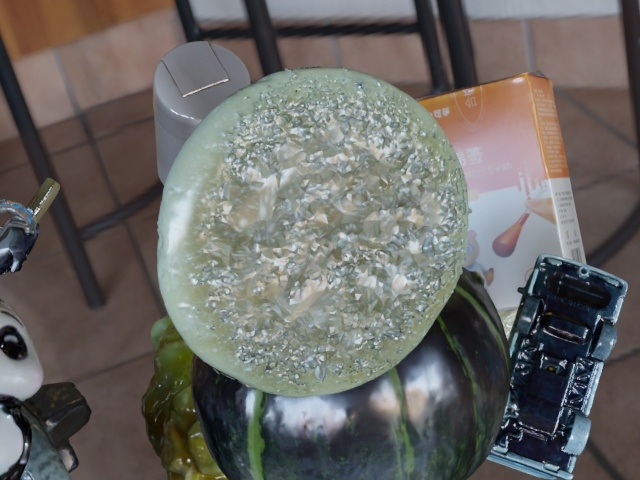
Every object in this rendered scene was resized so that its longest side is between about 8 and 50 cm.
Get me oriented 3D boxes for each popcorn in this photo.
[{"bbox_3d":[-0.089,0.201,1.636,0.274,0.279,0.335,-35,28,43],"label":"popcorn"}]

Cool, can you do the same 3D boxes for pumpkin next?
[{"bbox_3d":[0.030,0.129,1.249,0.323,0.241,0.323,-6,26,3],"label":"pumpkin"}]

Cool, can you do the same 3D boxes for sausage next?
[{"bbox_3d":[-0.352,-0.017,1.490,0.024,0.024,0.132,17,67,40],"label":"sausage"}]

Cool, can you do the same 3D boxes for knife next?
[{"bbox_3d":[-0.486,-0.033,1.398,0.365,0.043,0.089,14,77,4],"label":"knife"}]

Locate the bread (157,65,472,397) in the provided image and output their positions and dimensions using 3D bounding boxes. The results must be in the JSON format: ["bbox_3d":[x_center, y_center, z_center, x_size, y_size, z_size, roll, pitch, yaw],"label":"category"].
[{"bbox_3d":[0.000,0.000,0.965,0.267,0.267,0.040,-23,21,-14],"label":"bread"}]

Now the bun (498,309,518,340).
[{"bbox_3d":[0.315,0.106,2.045,0.127,0.222,0.222,-51,20,26],"label":"bun"}]

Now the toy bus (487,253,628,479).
[{"bbox_3d":[0.295,0.171,1.649,0.133,0.165,0.271,19,75,5],"label":"toy bus"}]

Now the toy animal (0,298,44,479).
[{"bbox_3d":[-0.340,0.134,1.149,0.166,0.179,0.138,12,-5,-36],"label":"toy animal"}]

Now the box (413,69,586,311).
[{"bbox_3d":[0.253,-0.066,1.874,0.225,0.341,0.143,-12,-2,22],"label":"box"}]

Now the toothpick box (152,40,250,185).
[{"bbox_3d":[-0.140,-0.135,1.472,0.111,0.180,0.111,3,60,-5],"label":"toothpick box"}]

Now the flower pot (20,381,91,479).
[{"bbox_3d":[-0.377,0.326,1.460,0.283,0.299,0.299,-29,34,-31],"label":"flower pot"}]
